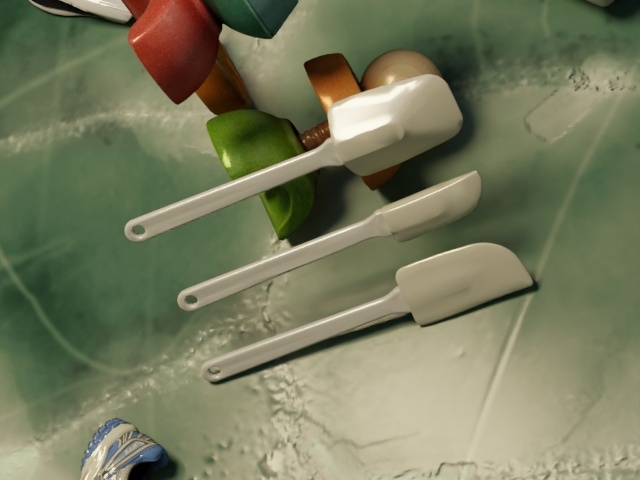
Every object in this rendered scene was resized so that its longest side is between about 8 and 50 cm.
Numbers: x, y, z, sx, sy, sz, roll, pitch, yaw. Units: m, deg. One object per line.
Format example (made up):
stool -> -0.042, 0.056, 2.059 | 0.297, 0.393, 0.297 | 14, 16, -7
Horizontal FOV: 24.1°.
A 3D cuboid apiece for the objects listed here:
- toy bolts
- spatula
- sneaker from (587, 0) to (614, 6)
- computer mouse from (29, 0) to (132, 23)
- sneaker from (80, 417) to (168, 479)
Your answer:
toy bolts -> -0.031, -0.152, 1.033 | 0.158, 0.228, 0.218 | -31, 52, 6
spatula -> 0.000, 0.000, 1.003 | 0.242, 0.168, 0.019 | -20, 25, 15
sneaker -> 0.205, -0.323, 1.083 | 0.147, 0.104, 0.296 | 25, 82, 23
computer mouse -> -0.169, -0.210, 1.212 | 0.193, 0.042, 0.106 | 13, 73, 25
sneaker -> -0.147, 0.189, 1.017 | 0.058, 0.052, 0.135 | 18, 75, 22
